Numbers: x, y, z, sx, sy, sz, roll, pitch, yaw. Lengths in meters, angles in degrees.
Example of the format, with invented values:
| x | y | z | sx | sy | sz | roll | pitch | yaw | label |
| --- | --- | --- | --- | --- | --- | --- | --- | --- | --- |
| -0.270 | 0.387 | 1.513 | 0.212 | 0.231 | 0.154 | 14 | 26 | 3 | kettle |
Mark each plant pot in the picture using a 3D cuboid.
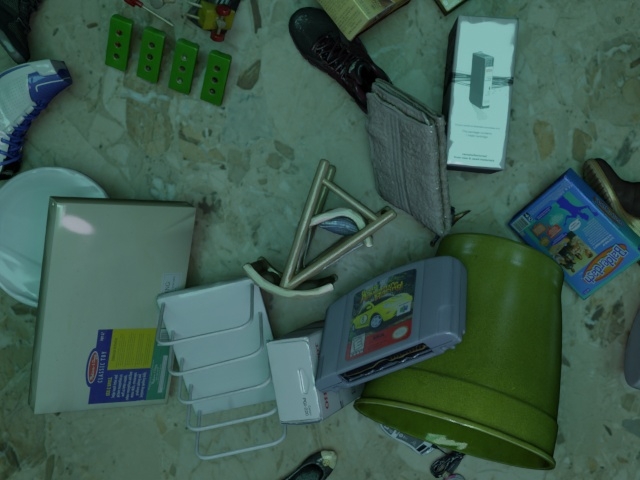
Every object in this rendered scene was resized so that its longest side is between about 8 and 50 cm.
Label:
| x | y | z | sx | sy | sz | roll | pitch | yaw | label |
| --- | --- | --- | --- | --- | --- | --- | --- | --- | --- |
| 0.286 | 0.187 | 1.818 | 0.366 | 0.366 | 0.353 | 18 | 75 | 2 | plant pot |

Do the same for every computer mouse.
| x | y | z | sx | sy | sz | roll | pitch | yaw | label |
| --- | --- | --- | --- | --- | --- | --- | --- | --- | --- |
| 0.199 | 0.381 | 1.978 | 0.193 | 0.042 | 0.106 | 37 | 98 | -5 | computer mouse |

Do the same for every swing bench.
| x | y | z | sx | sy | sz | roll | pitch | yaw | label |
| --- | --- | --- | --- | --- | --- | --- | --- | --- | --- |
| 0.000 | 0.000 | 1.863 | 0.165 | 0.253 | 0.255 | 37 | 94 | 1 | swing bench |

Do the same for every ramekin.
| x | y | z | sx | sy | sz | roll | pitch | yaw | label |
| --- | --- | --- | --- | --- | --- | --- | --- | --- | --- |
| -0.508 | -0.007 | 1.950 | 0.272 | 0.127 | 0.273 | 0 | 92 | 2 | ramekin |

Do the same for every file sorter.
| x | y | z | sx | sy | sz | roll | pitch | yaw | label |
| --- | --- | --- | --- | --- | --- | --- | --- | --- | --- |
| -0.180 | 0.239 | 1.874 | 0.192 | 0.173 | 0.278 | -13 | 116 | 3 | file sorter |

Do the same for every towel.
| x | y | z | sx | sy | sz | roll | pitch | yaw | label |
| --- | --- | --- | --- | --- | --- | --- | --- | --- | --- |
| 0.160 | -0.146 | 1.827 | 0.049 | 0.187 | 0.282 | -32 | 135 | -21 | towel |

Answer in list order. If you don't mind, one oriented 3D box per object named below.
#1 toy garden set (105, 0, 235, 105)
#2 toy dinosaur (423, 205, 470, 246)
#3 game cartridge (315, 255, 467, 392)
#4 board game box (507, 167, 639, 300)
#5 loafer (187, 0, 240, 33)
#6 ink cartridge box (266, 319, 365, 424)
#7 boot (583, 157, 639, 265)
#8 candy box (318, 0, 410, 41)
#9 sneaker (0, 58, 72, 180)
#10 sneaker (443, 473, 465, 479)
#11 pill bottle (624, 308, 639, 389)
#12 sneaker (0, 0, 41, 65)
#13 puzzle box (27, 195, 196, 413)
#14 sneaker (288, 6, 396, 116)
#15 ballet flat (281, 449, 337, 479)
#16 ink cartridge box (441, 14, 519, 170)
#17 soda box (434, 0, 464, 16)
| x | y | z | sx | sy | sz | roll | pitch | yaw | label |
| --- | --- | --- | --- | --- | --- | --- | --- | --- | --- |
| -0.280 | -0.391 | 1.926 | 0.244 | 0.049 | 0.204 | 21 | 130 | 3 | toy garden set |
| 0.244 | -0.023 | 1.959 | 0.090 | 0.047 | 0.082 | 10 | 111 | -8 | toy dinosaur |
| 0.119 | 0.139 | 1.738 | 0.294 | 0.196 | 0.060 | -26 | 123 | 31 | game cartridge |
| 0.487 | -0.010 | 1.905 | 0.210 | 0.047 | 0.160 | 46 | 127 | 0 | board game box |
| -0.178 | -0.531 | 1.932 | 0.084 | 0.096 | 0.268 | 23 | 95 | 7 | loafer |
| -0.005 | 0.241 | 1.886 | 0.092 | 0.218 | 0.159 | -9 | 92 | 23 | ink cartridge box |
| 0.641 | -0.091 | 1.929 | 0.206 | 0.090 | 0.248 | -33 | 89 | -8 | boot |
| 0.032 | -0.551 | 1.879 | 0.183 | 0.087 | 0.316 | -38 | 90 | -34 | candy box |
| -0.608 | -0.221 | 1.957 | 0.315 | 0.127 | 0.182 | -22 | 95 | 10 | sneaker |
| 0.267 | 0.554 | 1.963 | 0.072 | 0.077 | 0.178 | -12 | 93 | 4 | sneaker |
| 0.782 | 0.238 | 1.852 | 0.392 | 0.224 | 0.224 | 17 | 93 | 2 | pill bottle |
| -0.579 | -0.445 | 1.930 | 0.130 | 0.087 | 0.228 | -27 | 62 | 0 | sneaker |
| -0.391 | 0.122 | 1.878 | 0.272 | 0.052 | 0.409 | 1 | 106 | -34 | puzzle box |
| 0.051 | -0.344 | 1.891 | 0.281 | 0.162 | 0.106 | 43 | 94 | 0 | sneaker |
| -0.036 | 0.477 | 1.987 | 0.173 | 0.049 | 0.057 | -39 | 91 | 4 | ballet flat |
| 0.288 | -0.267 | 1.866 | 0.114 | 0.197 | 0.273 | 6 | 92 | 2 | ink cartridge box |
| 0.298 | -0.510 | 1.925 | 0.181 | 0.058 | 0.061 | -35 | 90 | 4 | soda box |
